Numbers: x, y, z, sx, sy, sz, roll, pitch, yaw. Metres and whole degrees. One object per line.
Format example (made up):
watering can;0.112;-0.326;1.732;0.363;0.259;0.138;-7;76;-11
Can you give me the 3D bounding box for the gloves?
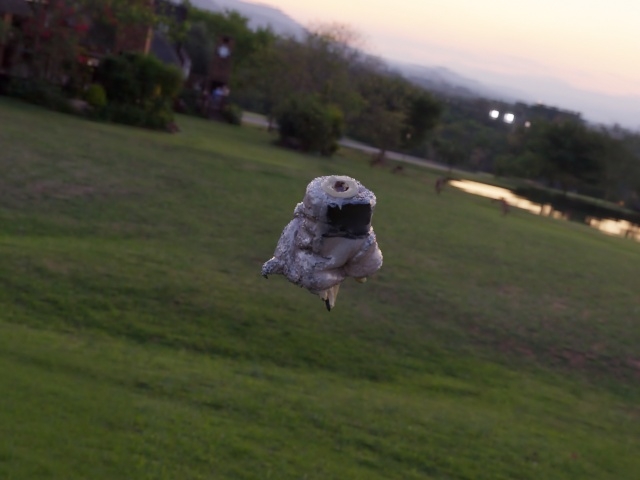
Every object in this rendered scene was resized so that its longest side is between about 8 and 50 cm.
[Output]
gloves;0.008;-0.004;1.041;0.110;0.144;0.094;9;33;-39
